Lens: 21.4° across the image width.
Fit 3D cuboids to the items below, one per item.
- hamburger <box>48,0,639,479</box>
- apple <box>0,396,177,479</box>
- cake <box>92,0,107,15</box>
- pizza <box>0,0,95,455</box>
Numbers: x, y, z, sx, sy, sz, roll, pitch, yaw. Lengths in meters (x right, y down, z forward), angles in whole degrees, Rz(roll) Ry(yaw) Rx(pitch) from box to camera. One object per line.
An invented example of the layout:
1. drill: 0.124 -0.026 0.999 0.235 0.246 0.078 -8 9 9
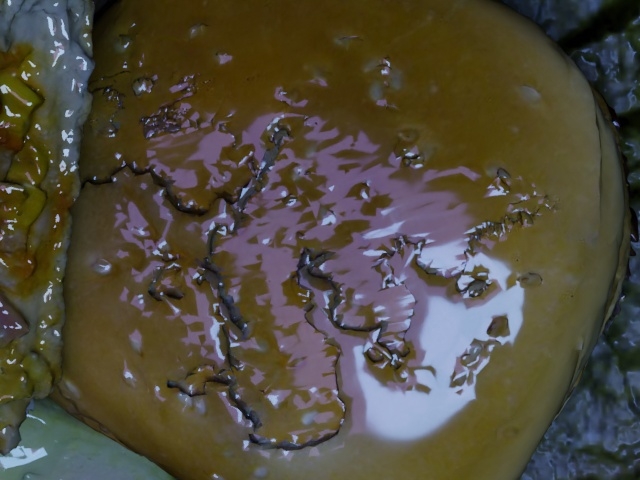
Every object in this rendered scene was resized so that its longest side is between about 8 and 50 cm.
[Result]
1. hamburger: -0.004 -0.007 0.846 0.304 0.174 0.284 28 96 12
2. apple: -0.181 0.188 0.943 0.193 0.120 0.265 30 107 -17
3. cake: -0.156 -0.153 0.880 0.116 0.185 0.079 8 135 29
4. pizza: -0.190 -0.006 0.789 0.289 0.081 0.228 -28 81 41
